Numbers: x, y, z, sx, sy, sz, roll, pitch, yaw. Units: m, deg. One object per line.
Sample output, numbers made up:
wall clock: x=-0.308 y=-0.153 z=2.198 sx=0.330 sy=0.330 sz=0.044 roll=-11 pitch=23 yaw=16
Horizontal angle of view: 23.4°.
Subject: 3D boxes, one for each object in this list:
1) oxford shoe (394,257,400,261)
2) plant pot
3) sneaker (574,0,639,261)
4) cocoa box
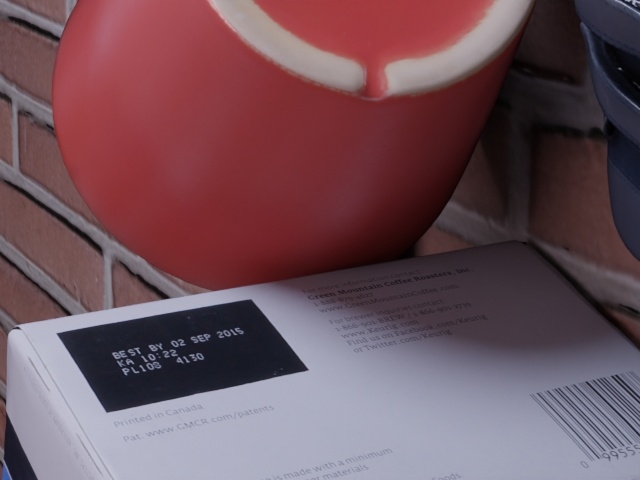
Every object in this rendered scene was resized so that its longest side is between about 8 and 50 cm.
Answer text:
oxford shoe: x=0.000 y=0.000 z=1.105 sx=0.133 sy=0.130 sz=0.363 roll=-40 pitch=62 yaw=50
plant pot: x=-0.007 y=-0.124 z=0.884 sx=0.243 sy=0.275 sz=0.275 roll=131 pitch=126 yaw=-67
sneaker: x=0.177 y=-0.116 z=0.753 sx=0.126 sy=0.127 sz=0.321 roll=47 pitch=137 yaw=45
cocoa box: x=0.015 y=0.171 z=0.885 sx=0.231 sy=0.347 sz=0.228 roll=48 pitch=137 yaw=45
